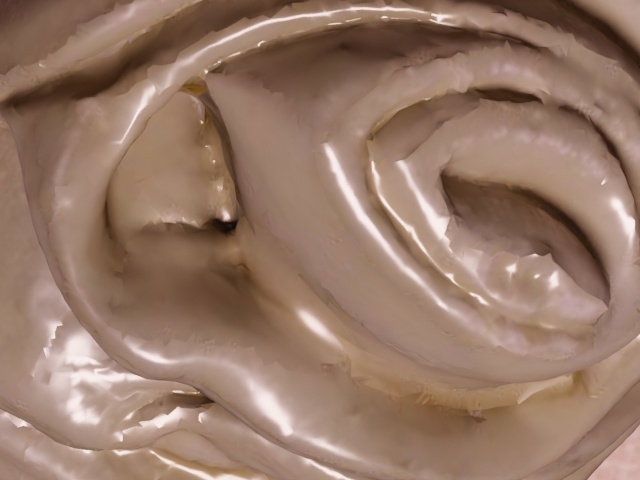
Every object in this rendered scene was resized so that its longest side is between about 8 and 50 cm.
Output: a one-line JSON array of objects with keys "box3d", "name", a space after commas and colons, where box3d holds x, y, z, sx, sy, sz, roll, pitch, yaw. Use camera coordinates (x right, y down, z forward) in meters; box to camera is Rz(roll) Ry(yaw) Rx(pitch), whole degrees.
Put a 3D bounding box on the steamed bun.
[{"box3d": [-0.006, -0.008, 0.517, 0.324, 0.219, 0.310, -36, 107, 9], "name": "steamed bun"}]
